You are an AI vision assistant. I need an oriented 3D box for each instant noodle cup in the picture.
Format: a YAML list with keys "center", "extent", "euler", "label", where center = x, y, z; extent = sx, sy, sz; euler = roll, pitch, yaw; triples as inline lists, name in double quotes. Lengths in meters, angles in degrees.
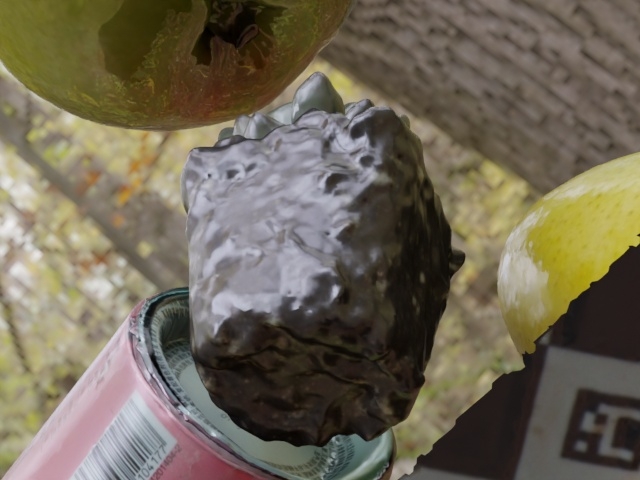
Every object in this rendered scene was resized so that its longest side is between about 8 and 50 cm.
- center: [-0.087, 0.172, 1.025]
  extent: [0.255, 0.244, 0.244]
  euler: [-57, -16, 23]
  label: "instant noodle cup"

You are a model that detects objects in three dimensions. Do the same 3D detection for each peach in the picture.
- center: [-0.110, -0.240, 1.212]
  extent: [0.281, 0.316, 0.314]
  euler: [-17, -35, -8]
  label: "peach"

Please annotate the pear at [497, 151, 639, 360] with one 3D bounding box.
- center: [0.259, 0.045, 0.974]
  extent: [0.285, 0.336, 0.285]
  euler: [-52, -16, -21]
  label: "pear"

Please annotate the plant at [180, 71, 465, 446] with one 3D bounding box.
- center: [0.000, 0.000, 0.948]
  extent: [0.132, 0.129, 0.194]
  euler: [67, -160, -44]
  label: "plant"

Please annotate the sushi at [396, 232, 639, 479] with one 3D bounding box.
- center: [0.193, 0.102, 0.697]
  extent: [0.292, 0.294, 0.059]
  euler: [-50, 12, 19]
  label: "sushi"
